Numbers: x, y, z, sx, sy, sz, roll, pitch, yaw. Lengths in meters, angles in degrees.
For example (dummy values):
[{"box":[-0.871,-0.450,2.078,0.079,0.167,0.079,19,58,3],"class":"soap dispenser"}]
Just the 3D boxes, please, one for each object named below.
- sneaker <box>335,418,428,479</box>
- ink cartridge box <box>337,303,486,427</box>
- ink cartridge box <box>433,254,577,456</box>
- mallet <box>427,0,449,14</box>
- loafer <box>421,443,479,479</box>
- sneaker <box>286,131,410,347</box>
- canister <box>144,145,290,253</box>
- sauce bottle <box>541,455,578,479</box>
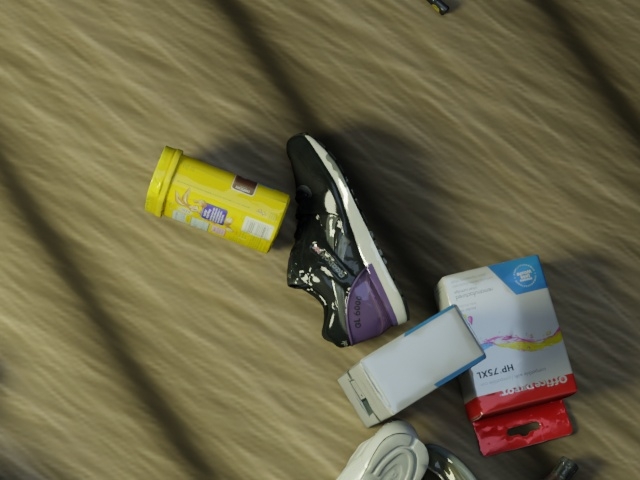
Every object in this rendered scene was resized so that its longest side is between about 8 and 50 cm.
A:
[{"box":[0.044,0.324,1.927,0.090,0.095,0.235,40,94,-18],"class":"sneaker"},{"box":[0.109,0.157,1.917,0.139,0.191,0.082,-30,82,-12],"class":"ink cartridge box"},{"box":[0.242,0.148,1.992,0.134,0.078,0.231,-14,78,-10],"class":"ink cartridge box"},{"box":[0.102,-0.378,2.118,0.189,0.062,0.039,39,76,4],"class":"mallet"},{"box":[0.175,0.371,1.920,0.087,0.094,0.251,-25,80,-16],"class":"loafer"},{"box":[0.000,0.000,1.993,0.124,0.107,0.283,-25,80,-6],"class":"sneaker"},{"box":[-0.131,-0.049,1.977,0.170,0.126,0.073,21,74,-3],"class":"canister"},{"box":[0.281,0.331,1.970,0.042,0.042,0.128,35,73,3],"class":"sauce bottle"}]
